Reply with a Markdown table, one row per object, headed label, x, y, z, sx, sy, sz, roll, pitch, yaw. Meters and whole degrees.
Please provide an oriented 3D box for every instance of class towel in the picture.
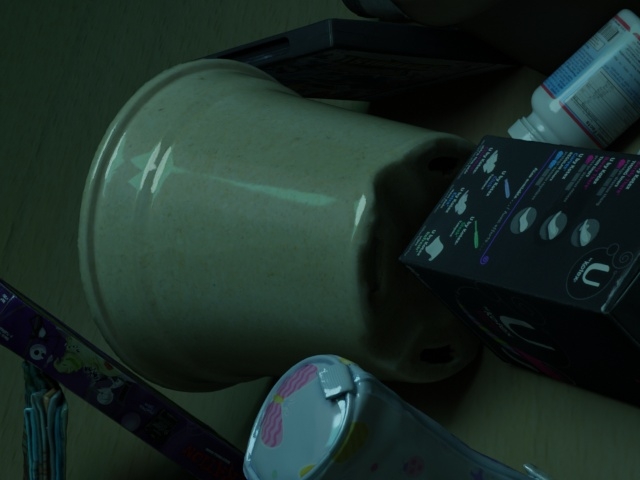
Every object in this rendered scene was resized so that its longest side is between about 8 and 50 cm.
| label | x | y | z | sx | sy | sz | roll | pitch | yaw |
| --- | --- | --- | --- | --- | --- | --- | --- | --- | --- |
| towel | -0.274 | 0.258 | 1.596 | 0.370 | 0.040 | 0.271 | -170 | 83 | -78 |

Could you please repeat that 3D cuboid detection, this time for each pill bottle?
| label | x | y | z | sx | sy | sz | roll | pitch | yaw |
| --- | --- | --- | --- | --- | --- | --- | --- | --- | --- |
| pill bottle | 0.256 | -0.133 | 1.560 | 0.160 | 0.087 | 0.087 | -43 | 29 | 10 |

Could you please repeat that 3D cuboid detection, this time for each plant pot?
| label | x | y | z | sx | sy | sz | roll | pitch | yaw |
| --- | --- | --- | --- | --- | --- | --- | --- | --- | --- |
| plant pot | 0.218 | -0.277 | 1.630 | 0.263 | 0.229 | 0.263 | -36 | 32 | 27 |
| plant pot | 0.000 | 0.000 | 1.553 | 0.305 | 0.334 | 0.333 | 7 | 60 | 43 |

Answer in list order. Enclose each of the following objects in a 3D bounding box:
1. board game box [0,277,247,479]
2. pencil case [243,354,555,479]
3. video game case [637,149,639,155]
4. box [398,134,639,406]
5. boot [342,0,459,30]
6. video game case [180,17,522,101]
| label | x | y | z | sx | sy | sz | roll | pitch | yaw |
| --- | --- | --- | --- | --- | --- | --- | --- | --- | --- |
| board game box | -0.201 | 0.137 | 1.583 | 0.056 | 0.347 | 0.208 | -52 | 29 | -2 |
| pencil case | 0.076 | 0.186 | 1.234 | 0.124 | 0.273 | 0.113 | -36 | 37 | 34 |
| video game case | 0.344 | -0.075 | 1.439 | 0.173 | 0.022 | 0.190 | 9 | 62 | 56 |
| box | 0.220 | 0.027 | 1.334 | 0.143 | 0.165 | 0.270 | -55 | 29 | -13 |
| boot | 0.178 | -0.392 | 1.977 | 0.223 | 0.118 | 0.338 | 21 | 83 | 56 |
| video game case | 0.033 | -0.188 | 1.773 | 0.248 | 0.275 | 0.035 | -8 | 85 | 49 |
